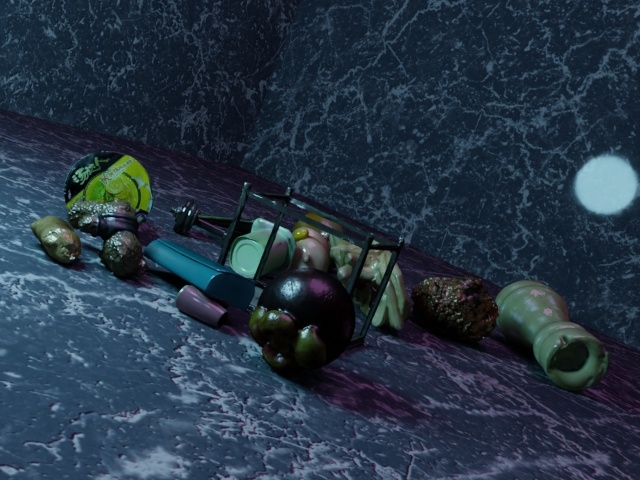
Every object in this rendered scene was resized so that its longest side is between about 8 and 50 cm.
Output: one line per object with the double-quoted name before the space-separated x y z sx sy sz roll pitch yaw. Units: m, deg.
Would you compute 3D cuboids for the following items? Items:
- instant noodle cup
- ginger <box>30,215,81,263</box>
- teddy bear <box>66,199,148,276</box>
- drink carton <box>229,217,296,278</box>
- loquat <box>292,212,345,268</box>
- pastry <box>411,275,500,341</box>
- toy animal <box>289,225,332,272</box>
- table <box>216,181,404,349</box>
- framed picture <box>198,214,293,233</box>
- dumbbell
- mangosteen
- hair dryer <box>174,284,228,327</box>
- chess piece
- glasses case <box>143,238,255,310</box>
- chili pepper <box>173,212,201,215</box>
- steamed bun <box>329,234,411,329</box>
"instant noodle cup" -0.544 -0.127 1.833 0.215 0.215 0.236 18 2 -16
"ginger" -0.546 -0.007 1.470 0.190 0.069 0.095 31 -22 54
"teddy bear" -0.450 -0.023 1.532 0.182 0.129 0.251 23 17 -50
"drink carton" -0.163 0.035 1.912 0.144 0.146 0.142 23 17 17
"loquat" 0.000 0.000 2.370 0.179 0.179 0.227 15 19 -34
"pastry" 0.403 0.185 2.105 0.275 0.193 0.275 19 9 -3
"toy animal" -0.040 0.043 2.067 0.149 0.165 0.248 26 15 1
"table" -0.030 0.055 1.621 0.335 0.272 0.222 25 10 23
"framed picture" -0.222 -0.041 2.244 0.265 0.016 0.347 18 -8 -42
"dumbbell" -0.326 -0.038 2.094 0.254 0.110 0.110 26 8 -10
"mangosteen" -0.034 0.150 1.323 0.210 0.210 0.210 20 9 -3
"hair dryer" -0.223 0.133 1.455 0.106 0.054 0.154 27 6 12
"chess piece" 0.703 0.286 2.160 0.234 0.234 0.442 20 12 -9
"glasses case" -0.263 0.062 1.523 0.117 0.070 0.301 32 -6 -40
"chili pepper" -0.427 -0.081 2.327 0.055 0.035 0.118 11 13 28
"steamed bun" 0.121 0.090 1.984 0.189 0.247 0.428 -5 16 -5
